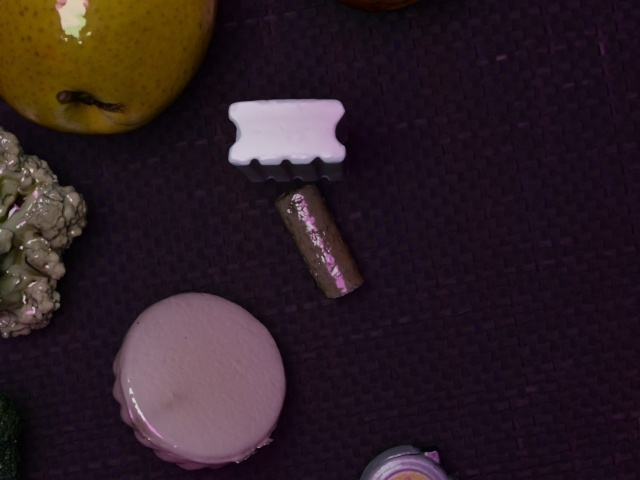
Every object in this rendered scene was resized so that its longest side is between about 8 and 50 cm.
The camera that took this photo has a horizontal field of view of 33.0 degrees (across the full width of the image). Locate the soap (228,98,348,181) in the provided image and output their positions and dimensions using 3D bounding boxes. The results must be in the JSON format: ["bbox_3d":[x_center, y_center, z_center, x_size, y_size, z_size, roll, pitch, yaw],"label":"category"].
[{"bbox_3d":[-0.040,-0.139,1.554,0.159,0.265,0.088,-2,88,2],"label":"soap"}]

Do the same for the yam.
[{"bbox_3d":[0.000,0.000,1.644,0.078,0.078,0.179,-29,89,1],"label":"yam"}]

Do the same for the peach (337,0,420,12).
[{"bbox_3d":[0.096,-0.508,1.549,0.372,0.290,0.373,0,92,5],"label":"peach"}]

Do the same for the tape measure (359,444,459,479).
[{"bbox_3d":[0.067,0.437,1.623,0.330,0.084,0.164,-35,85,-1],"label":"tape measure"}]

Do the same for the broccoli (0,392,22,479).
[{"bbox_3d":[-0.584,0.320,1.588,0.297,0.297,0.297,-48,56,0],"label":"broccoli"}]

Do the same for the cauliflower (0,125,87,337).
[{"bbox_3d":[-0.460,-0.001,1.562,0.260,0.281,0.327,-19,114,-14],"label":"cauliflower"}]

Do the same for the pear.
[{"bbox_3d":[-0.322,-0.345,1.530,0.362,0.362,0.418,1,63,2],"label":"pear"}]

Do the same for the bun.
[{"bbox_3d":[-0.196,0.224,1.610,0.263,0.175,0.263,13,61,-24],"label":"bun"}]
